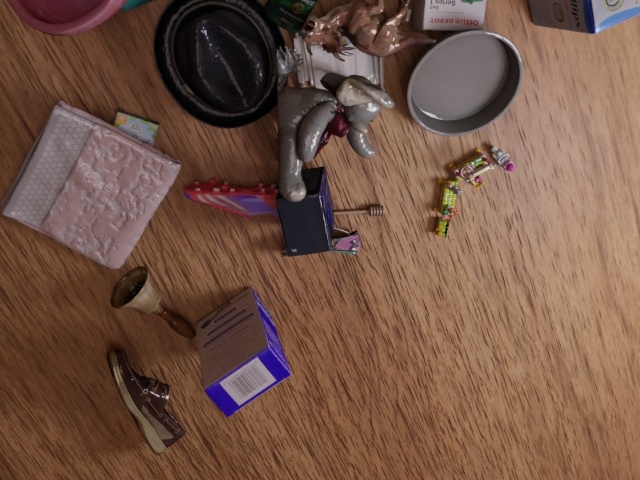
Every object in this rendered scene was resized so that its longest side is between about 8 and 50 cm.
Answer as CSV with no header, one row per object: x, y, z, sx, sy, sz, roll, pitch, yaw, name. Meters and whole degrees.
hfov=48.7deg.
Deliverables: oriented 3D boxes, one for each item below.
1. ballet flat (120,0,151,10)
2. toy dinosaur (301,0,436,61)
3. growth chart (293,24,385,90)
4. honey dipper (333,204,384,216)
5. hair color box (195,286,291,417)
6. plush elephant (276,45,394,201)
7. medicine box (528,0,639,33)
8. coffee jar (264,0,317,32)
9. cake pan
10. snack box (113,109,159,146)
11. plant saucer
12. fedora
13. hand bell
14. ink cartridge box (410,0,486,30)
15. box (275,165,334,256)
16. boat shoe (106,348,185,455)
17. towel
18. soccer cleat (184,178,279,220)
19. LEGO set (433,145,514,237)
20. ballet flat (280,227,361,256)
-0.293,-0.636,1.528,0.409,0.147,0.147,-27,114,-5,ballet flat
0.105,-0.481,1.634,0.296,0.127,0.200,21,102,-16,toy dinosaur
0.048,-0.444,1.716,0.238,0.021,0.171,-2,110,-12,growth chart
0.087,-0.075,1.860,0.161,0.030,0.030,-3,111,-10,honey dipper
-0.200,0.266,1.755,0.185,0.339,0.110,-34,115,1,hair color box
0.030,-0.280,1.620,0.256,0.272,0.329,-1,112,-3,plush elephant
0.663,-0.608,1.644,0.264,0.289,0.149,-24,114,-3,medicine box
-0.040,-0.562,1.582,0.096,0.079,0.184,22,131,-26,coffee jar
0.348,-0.391,1.737,0.293,0.054,0.293,-7,134,-7,cake pan
-0.451,-0.227,1.677,0.100,0.037,0.141,16,107,-19,snack box
-0.489,-0.570,1.437,0.332,0.084,0.331,-2,84,22,plant saucer
-0.216,-0.407,1.600,0.334,0.152,0.333,-4,111,-11,fedora
-0.410,0.186,1.824,0.126,0.126,0.242,-40,126,4,hand bell
0.309,-0.608,1.673,0.160,0.092,0.219,-2,110,-11,ink cartridge box
-0.034,-0.074,1.727,0.108,0.207,0.153,-8,115,7,box
-0.458,0.414,1.885,0.123,0.123,0.341,-28,114,-16,boat shoe
-0.541,-0.121,1.663,0.317,0.053,0.331,28,113,-21,towel
-0.214,-0.096,1.760,0.248,0.083,0.095,0,115,-15,soccer cleat
0.385,-0.130,1.863,0.132,0.107,0.287,37,99,-22,LEGO set
0.000,0.000,1.853,0.222,0.077,0.079,-2,92,-17,ballet flat
